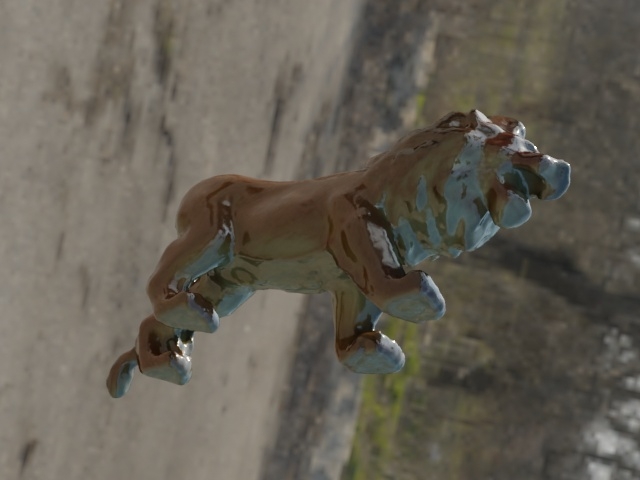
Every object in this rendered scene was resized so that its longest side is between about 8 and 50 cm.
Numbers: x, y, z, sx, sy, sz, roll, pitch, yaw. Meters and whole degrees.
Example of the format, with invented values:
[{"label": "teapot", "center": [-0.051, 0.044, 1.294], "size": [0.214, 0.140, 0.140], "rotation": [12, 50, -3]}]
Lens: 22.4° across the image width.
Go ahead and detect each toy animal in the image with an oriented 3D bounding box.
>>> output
[{"label": "toy animal", "center": [0.000, 0.000, 0.982], "size": [0.097, 0.312, 0.157], "rotation": [54, 39, -43]}]
